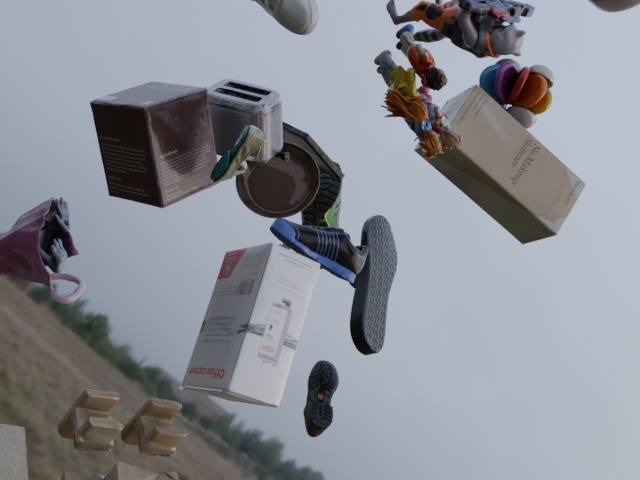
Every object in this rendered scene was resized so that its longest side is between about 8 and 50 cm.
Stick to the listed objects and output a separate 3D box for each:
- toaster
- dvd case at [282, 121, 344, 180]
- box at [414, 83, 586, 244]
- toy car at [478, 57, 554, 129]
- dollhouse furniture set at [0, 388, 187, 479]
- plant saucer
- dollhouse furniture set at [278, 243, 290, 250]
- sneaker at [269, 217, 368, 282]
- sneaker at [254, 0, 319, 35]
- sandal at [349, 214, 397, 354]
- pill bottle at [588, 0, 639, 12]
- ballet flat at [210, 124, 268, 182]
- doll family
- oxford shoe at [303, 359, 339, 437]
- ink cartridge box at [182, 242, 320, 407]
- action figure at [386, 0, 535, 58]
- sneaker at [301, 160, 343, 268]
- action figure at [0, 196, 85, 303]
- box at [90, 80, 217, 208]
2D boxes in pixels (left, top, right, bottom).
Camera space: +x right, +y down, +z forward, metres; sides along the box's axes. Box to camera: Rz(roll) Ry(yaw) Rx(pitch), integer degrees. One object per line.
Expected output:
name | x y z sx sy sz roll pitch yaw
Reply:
toaster | -0.171 -0.259 1.908 0.227 0.129 0.146 18 -53 21
dvd case | -0.056 -0.256 2.322 0.180 0.022 0.253 46 -8 -39
box | 0.359 -0.146 1.734 0.311 0.148 0.121 38 -20 -12
toy car | 0.452 -0.360 2.048 0.182 0.159 0.136 20 -9 29
dollhouse furniture set | -0.435 0.474 1.501 0.394 0.256 0.362 18 37 -36
plant saucer | -0.100 -0.138 2.050 0.199 0.198 0.036 35 -14 13
dollhouse furniture set | -0.055 0.037 2.317 0.114 0.081 0.091 48 -3 1
sneaker | 0.000 0.000 1.834 0.232 0.090 0.081 33 -10 -28
sneaker | -0.094 -0.401 1.398 0.212 0.094 0.080 47 -51 22
sandal | 0.115 0.103 2.323 0.107 0.445 0.167 -13 -47 27
pill bottle | 0.451 -0.609 1.543 0.408 0.229 0.229 31 -10 -24
ballet flat | -0.153 -0.153 1.645 0.052 0.057 0.168 23 -39 -21
doll family | 0.164 -0.230 1.509 0.163 0.118 0.263 63 3 35
oxford shoe | -0.009 0.410 2.262 0.083 0.227 0.096 21 -47 -7
ink cartridge box | -0.133 0.160 1.633 0.117 0.282 0.207 25 -17 -27
action figure | 0.380 -0.532 2.159 0.341 0.178 0.330 -7 31 -43
sneaker | -0.002 -0.078 2.631 0.134 0.343 0.146 7 -12 15
action figure | -0.744 0.036 2.017 0.248 0.370 0.275 -77 147 -73
box | -0.324 -0.193 1.723 0.169 0.167 0.203 14 -60 37
